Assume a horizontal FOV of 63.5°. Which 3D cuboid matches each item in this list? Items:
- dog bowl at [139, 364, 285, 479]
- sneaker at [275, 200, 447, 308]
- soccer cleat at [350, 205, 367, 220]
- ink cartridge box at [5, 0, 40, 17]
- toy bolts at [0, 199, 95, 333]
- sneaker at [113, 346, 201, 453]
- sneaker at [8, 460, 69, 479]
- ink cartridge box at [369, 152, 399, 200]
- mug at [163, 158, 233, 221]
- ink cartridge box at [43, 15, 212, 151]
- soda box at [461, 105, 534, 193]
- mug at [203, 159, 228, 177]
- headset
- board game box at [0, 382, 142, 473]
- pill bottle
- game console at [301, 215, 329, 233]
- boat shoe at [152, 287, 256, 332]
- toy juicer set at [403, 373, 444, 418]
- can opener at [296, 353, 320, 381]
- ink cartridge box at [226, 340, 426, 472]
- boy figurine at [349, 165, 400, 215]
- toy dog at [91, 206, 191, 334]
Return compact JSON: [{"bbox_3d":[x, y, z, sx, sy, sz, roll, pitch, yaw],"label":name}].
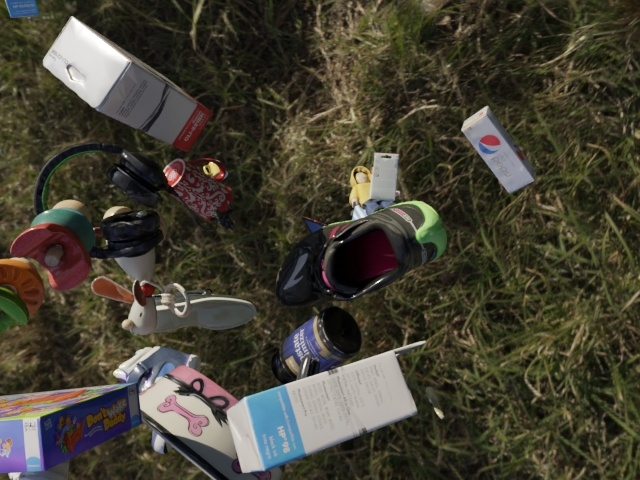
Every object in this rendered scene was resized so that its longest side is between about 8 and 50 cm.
[{"bbox_3d":[-0.249,0.453,1.206,0.408,0.150,0.408,31,152,18],"label":"dog bowl"},{"bbox_3d":[0.041,0.045,1.150,0.483,0.202,0.185,-30,85,41],"label":"sneaker"},{"bbox_3d":[0.174,-0.041,1.993,0.143,0.331,0.116,-14,139,37],"label":"soccer cleat"},{"bbox_3d":[-0.679,-0.590,1.138,0.104,0.062,0.181,35,137,53],"label":"ink cartridge box"},{"bbox_3d":[-0.452,0.006,0.760,0.229,0.158,0.218,-29,121,4],"label":"toy bolts"},{"bbox_3d":[-0.507,0.455,1.520,0.236,0.322,0.130,9,132,1],"label":"sneaker"},{"bbox_3d":[-0.594,0.466,1.124,0.110,0.118,0.292,38,157,-23],"label":"sneaker"},{"bbox_3d":[0.156,-0.157,1.270,0.063,0.029,0.115,4,104,-1],"label":"ink cartridge box"},{"bbox_3d":[-0.331,-0.149,1.373,0.113,0.169,0.150,-21,56,27],"label":"mug"},{"bbox_3d":[-0.389,-0.313,1.073,0.197,0.273,0.114,38,98,21],"label":"ink cartridge box"},{"bbox_3d":[0.453,-0.229,1.314,0.074,0.069,0.216,-32,105,36],"label":"soda box"},{"bbox_3d":[-0.383,-0.261,1.890,0.062,0.078,0.064,-31,73,10],"label":"mug"},{"bbox_3d":[-0.388,-0.070,1.103,0.185,0.394,0.243,28,109,62],"label":"headset"},{"bbox_3d":[-0.525,0.318,0.878,0.347,0.233,0.078,-9,85,14],"label":"board game box"},{"bbox_3d":[-0.016,0.252,1.192,0.123,0.123,0.219,51,126,3],"label":"pill bottle"},{"bbox_3d":[0.000,0.000,1.643,0.085,0.144,0.124,-10,62,12],"label":"game console"},{"bbox_3d":[-0.364,0.195,1.539,0.340,0.113,0.127,-9,126,-2],"label":"boat shoe"},{"bbox_3d":[0.252,0.498,1.687,0.329,0.209,0.089,20,98,21],"label":"toy juicer set"},{"bbox_3d":[-0.033,0.310,0.984,0.073,0.186,0.059,-7,143,33],"label":"can opener"},{"bbox_3d":[0.014,0.153,0.477,0.104,0.180,0.060,126,129,-60],"label":"ink cartridge box"},{"bbox_3d":[0.180,-0.154,1.747,0.285,0.177,0.092,-113,16,-49],"label":"boy figurine"},{"bbox_3d":[-0.473,0.072,1.259,0.220,0.161,0.333,-20,87,34],"label":"toy dog"}]
